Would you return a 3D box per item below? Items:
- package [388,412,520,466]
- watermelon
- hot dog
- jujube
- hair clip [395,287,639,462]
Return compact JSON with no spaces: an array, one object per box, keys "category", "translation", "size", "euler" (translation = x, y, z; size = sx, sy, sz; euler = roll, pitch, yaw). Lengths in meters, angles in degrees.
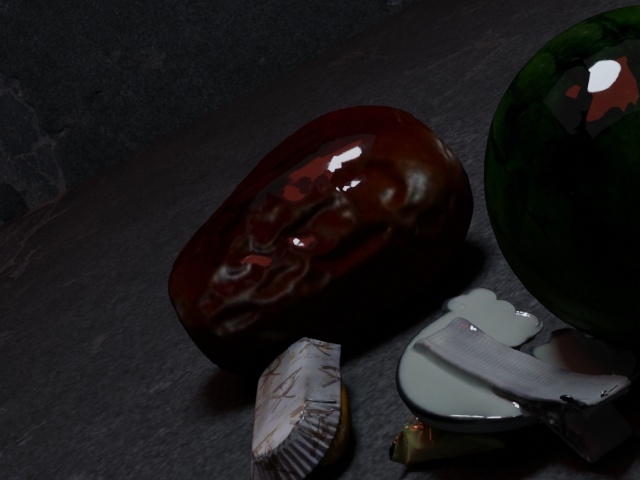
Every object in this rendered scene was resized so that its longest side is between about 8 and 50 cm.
[{"category":"package","translation":[0.115,0.127,0.883],"size":[0.120,0.031,0.108],"euler":[-15,20,37]},{"category":"watermelon","translation":[0.232,-0.043,0.818],"size":[0.242,0.242,0.242],"euler":[-27,16,8]},{"category":"hot dog","translation":[-0.018,0.147,1.009],"size":[0.108,0.059,0.191],"euler":[-40,17,13]},{"category":"jujube","translation":[0.000,0.000,1.192],"size":[0.318,0.223,0.223],"euler":[-37,16,2]},{"category":"hair clip","translation":[0.132,0.090,0.839],"size":[0.140,0.054,0.220],"euler":[-30,28,-24]}]
